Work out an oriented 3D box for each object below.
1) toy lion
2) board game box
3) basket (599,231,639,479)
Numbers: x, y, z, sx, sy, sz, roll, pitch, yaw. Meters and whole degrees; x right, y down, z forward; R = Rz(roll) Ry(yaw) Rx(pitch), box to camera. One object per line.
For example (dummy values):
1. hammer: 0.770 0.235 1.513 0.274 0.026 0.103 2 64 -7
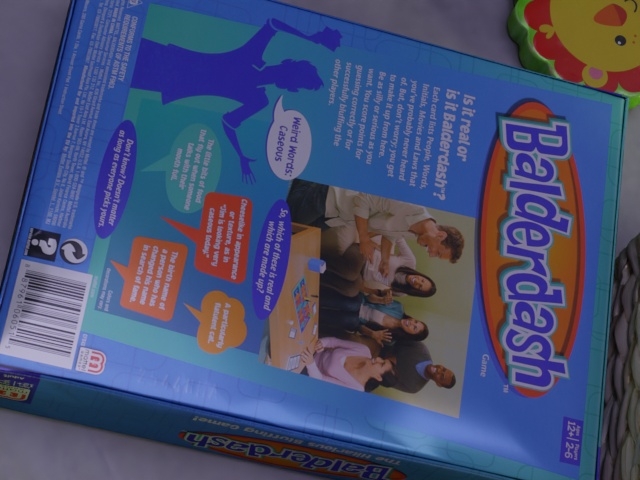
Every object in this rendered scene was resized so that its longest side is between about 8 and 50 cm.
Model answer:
1. toy lion: 0.122 -0.102 0.633 0.096 0.034 0.100 -8 72 -11
2. board game box: 0.000 0.000 0.546 0.210 0.047 0.160 14 66 -11
3. basket: 0.154 0.073 0.534 0.113 0.103 0.167 15 66 -11
